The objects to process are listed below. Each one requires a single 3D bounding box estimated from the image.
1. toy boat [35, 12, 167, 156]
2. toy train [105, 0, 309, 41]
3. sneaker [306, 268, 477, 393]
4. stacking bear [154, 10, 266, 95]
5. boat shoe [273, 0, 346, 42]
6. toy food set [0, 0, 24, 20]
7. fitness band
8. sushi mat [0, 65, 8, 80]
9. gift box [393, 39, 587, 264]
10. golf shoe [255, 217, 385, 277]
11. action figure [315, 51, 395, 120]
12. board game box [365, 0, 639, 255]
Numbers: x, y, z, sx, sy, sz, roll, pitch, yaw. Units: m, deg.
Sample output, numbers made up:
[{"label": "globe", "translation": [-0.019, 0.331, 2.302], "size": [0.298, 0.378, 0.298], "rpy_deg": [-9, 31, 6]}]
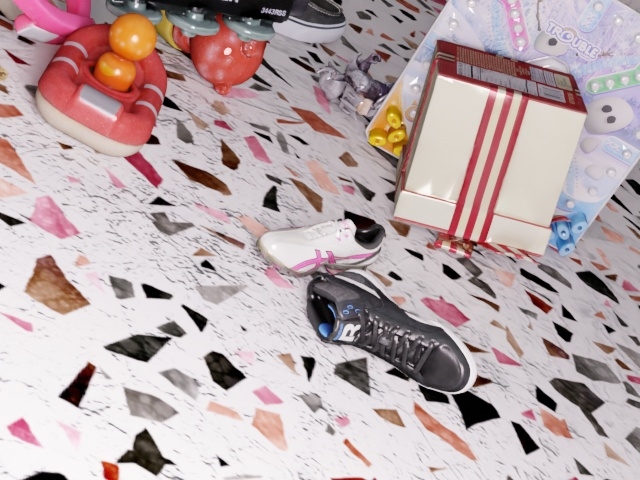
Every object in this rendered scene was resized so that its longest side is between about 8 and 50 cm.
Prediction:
[{"label": "toy boat", "translation": [-0.253, -0.216, 1.823], "size": [0.151, 0.151, 0.231], "rpy_deg": [28, 24, -11]}, {"label": "toy train", "translation": [-0.180, -0.365, 1.979], "size": [0.334, 0.142, 0.190], "rpy_deg": [3, 30, -34]}, {"label": "sneaker", "translation": [0.068, 0.116, 1.691], "size": [0.217, 0.079, 0.121], "rpy_deg": [36, 25, 28]}, {"label": "stacking bear", "translation": [-0.178, -0.346, 2.182], "size": [0.164, 0.175, 0.289], "rpy_deg": [6, 42, -50]}, {"label": "boat shoe", "translation": [-0.075, -0.433, 2.513], "size": [0.335, 0.119, 0.121], "rpy_deg": [13, 30, -38]}, {"label": "toy food set", "translation": [-0.437, -0.458, 1.989], "size": [0.219, 0.092, 0.306], "rpy_deg": [51, 24, -28]}, {"label": "fitness band", "translation": [-0.366, -0.362, 1.899], "size": [0.291, 0.054, 0.209], "rpy_deg": [-6, 79, -77]}, {"label": "sushi mat", "translation": [-0.527, -0.287, 1.782], "size": [0.316, 0.019, 0.151], "rpy_deg": [41, 26, 19]}, {"label": "gift box", "translation": [0.256, -0.115, 2.129], "size": [0.276, 0.258, 0.255], "rpy_deg": [18, 22, 3]}, {"label": "golf shoe", "translation": [0.000, 0.000, 1.808], "size": [0.186, 0.086, 0.067], "rpy_deg": [5, 37, -45]}, {"label": "action figure", "translation": [0.112, -0.237, 2.402], "size": [0.285, 0.099, 0.185], "rpy_deg": [15, 34, -29]}, {"label": "board game box", "translation": [0.328, -0.212, 2.248], "size": [0.390, 0.390, 0.050], "rpy_deg": [29, 24, -9]}]
